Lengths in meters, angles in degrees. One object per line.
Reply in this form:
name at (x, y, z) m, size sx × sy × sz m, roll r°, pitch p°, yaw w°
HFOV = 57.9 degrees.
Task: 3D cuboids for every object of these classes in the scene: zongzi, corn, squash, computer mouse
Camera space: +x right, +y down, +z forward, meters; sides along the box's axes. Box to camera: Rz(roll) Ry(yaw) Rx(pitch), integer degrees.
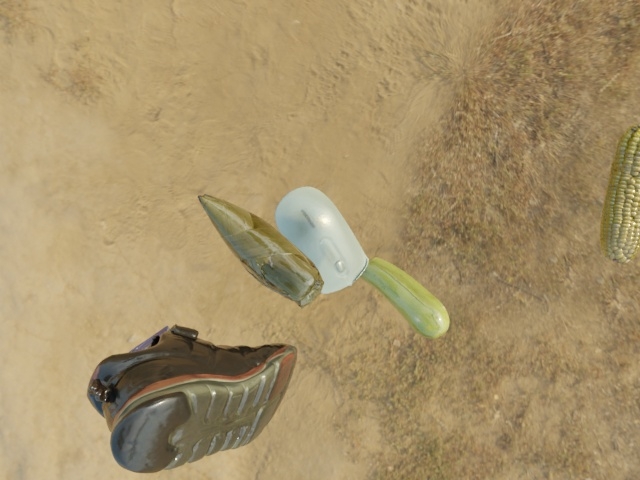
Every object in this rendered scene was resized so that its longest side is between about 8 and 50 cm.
zongzi at (-0.083, 0.011, 0.829) m, size 0.078 × 0.176 × 0.160 m, roll -50°, pitch 47°, yaw -9°
corn at (0.635, -0.093, 1.182) m, size 0.101 × 0.101 × 0.291 m, roll 6°, pitch 104°, yaw 12°
squash at (0.178, 0.117, 1.250) m, size 0.250 × 0.083 × 0.083 m, roll 41°, pitch 114°, yaw 34°
computer mouse at (0.000, 0.000, 1.159) m, size 0.128 × 0.079 × 0.230 m, roll -38°, pitch 99°, yaw -4°

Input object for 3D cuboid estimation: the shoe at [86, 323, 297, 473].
shoe at (-0.139, 0.164, 0.658) m, size 0.137 × 0.291 × 0.114 m, roll 27°, pitch 102°, yaw 30°

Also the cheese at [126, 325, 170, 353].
cheese at (-0.290, 0.216, 0.995) m, size 0.105 × 0.191 × 0.042 m, roll -34°, pitch 116°, yaw -10°
